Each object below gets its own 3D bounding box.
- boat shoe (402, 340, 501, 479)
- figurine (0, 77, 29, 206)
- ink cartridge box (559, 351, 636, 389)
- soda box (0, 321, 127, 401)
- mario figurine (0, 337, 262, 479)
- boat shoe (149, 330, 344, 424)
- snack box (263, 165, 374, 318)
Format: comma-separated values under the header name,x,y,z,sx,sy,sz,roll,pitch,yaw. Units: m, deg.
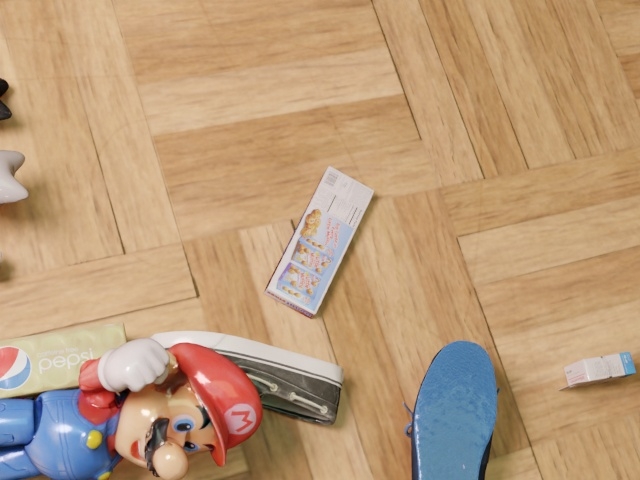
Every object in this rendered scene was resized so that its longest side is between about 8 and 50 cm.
name,x,y,z,sx,sy,sz,roll,pitch,yaw
boat shoe,0.131,0.239,1.176,0.109,0.089,0.258,14,72,2
figurine,-0.413,-0.102,1.098,0.210,0.092,0.214,-4,46,-24
ink cartridge box,0.327,0.157,1.283,0.083,0.048,0.028,-6,73,-20
soda box,-0.288,0.131,1.097,0.181,0.058,0.061,-8,73,-19
mario figurine,-0.211,0.195,1.007,0.321,0.198,0.170,-12,77,-6
boat shoe,-0.080,0.149,1.145,0.219,0.078,0.070,14,66,-14
snack box,0.000,0.000,1.253,0.064,0.022,0.178,29,65,-6
